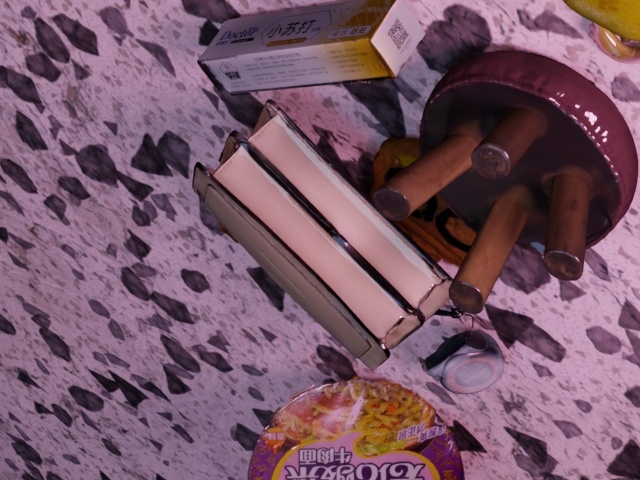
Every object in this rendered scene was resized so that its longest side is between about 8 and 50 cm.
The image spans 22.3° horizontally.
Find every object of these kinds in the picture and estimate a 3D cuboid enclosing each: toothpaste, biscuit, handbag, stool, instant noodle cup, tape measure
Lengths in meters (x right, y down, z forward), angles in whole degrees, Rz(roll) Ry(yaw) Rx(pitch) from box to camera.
[{"bbox_3d":[-0.017,-0.236,2.001,0.313,0.089,0.071,0,139,46],"label":"toothpaste"},{"bbox_3d":[0.153,-0.046,2.117,0.208,0.041,0.290,35,148,8],"label":"biscuit"},{"bbox_3d":[0.000,0.000,2.187,0.358,0.160,0.237,45,163,3],"label":"handbag"},{"bbox_3d":[0.213,-0.063,1.872,0.272,0.178,0.272,20,137,19],"label":"stool"},{"bbox_3d":[0.063,0.417,2.578,0.340,0.340,0.266,28,159,17],"label":"instant noodle cup"},{"bbox_3d":[0.186,0.138,2.328,0.107,0.104,0.180,35,-167,-40],"label":"tape measure"}]

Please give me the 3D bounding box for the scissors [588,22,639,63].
[{"bbox_3d":[0.381,-0.188,1.712,0.317,0.024,0.160,49,146,-16],"label":"scissors"}]

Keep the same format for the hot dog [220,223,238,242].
[{"bbox_3d":[-0.126,-0.045,2.414,0.049,0.037,0.122,38,145,24],"label":"hot dog"}]

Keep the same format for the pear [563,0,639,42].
[{"bbox_3d":[0.302,-0.267,1.570,0.180,0.166,0.216,18,157,4],"label":"pear"}]
